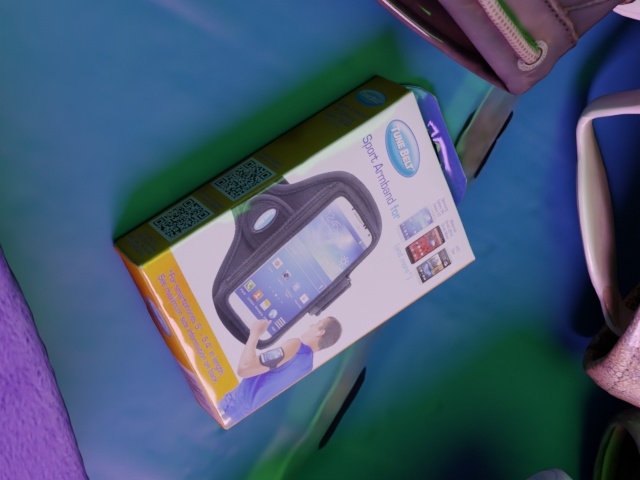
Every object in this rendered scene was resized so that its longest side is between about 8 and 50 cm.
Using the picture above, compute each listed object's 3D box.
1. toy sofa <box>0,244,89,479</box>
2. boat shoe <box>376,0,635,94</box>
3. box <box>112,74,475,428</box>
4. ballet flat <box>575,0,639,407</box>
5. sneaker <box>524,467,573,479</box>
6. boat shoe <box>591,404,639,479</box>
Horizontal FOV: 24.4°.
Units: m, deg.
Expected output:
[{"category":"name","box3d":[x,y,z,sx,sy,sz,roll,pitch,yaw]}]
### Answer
[{"category":"toy sofa","box3d":[-0.149,0.021,0.378,0.150,0.177,0.362,-24,120,-20]},{"category":"boat shoe","box3d":[-0.022,-0.135,0.415,0.355,0.132,0.130,22,98,-35]},{"category":"box","box3d":[0.000,0.000,0.551,0.136,0.028,0.081,-33,123,-13]},{"category":"ballet flat","box3d":[0.154,-0.060,0.565,0.107,0.106,0.316,-40,141,-55]},{"category":"sneaker","box3d":[-0.026,0.212,0.588,0.366,0.135,0.150,-28,95,-14]},{"category":"boat shoe","box3d":[0.145,0.174,0.686,0.073,0.080,0.223,0,105,-25]}]
